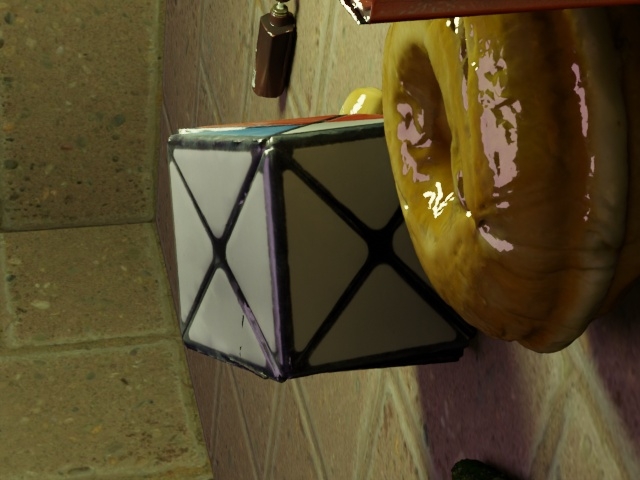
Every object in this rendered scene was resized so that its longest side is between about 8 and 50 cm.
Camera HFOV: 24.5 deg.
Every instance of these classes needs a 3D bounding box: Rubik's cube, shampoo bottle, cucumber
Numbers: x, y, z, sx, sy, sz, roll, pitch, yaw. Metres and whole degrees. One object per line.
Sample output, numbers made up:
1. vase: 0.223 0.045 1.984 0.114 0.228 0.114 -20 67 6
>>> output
1. Rubik's cube: 0.000 0.000 1.891 0.305 0.307 0.310 9 104 60
2. shampoo bottle: -0.082 -0.365 2.689 0.236 0.067 0.068 103 148 -49
3. cucumber: 0.200 0.305 1.773 0.227 0.069 0.069 -158 64 -78

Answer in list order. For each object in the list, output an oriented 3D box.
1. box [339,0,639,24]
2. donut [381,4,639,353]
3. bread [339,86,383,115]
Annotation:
1. box: 0.162 -0.345 1.135 0.318 0.349 0.257 -119 28 -55
2. donut: 0.188 -0.112 1.417 0.449 0.198 0.449 173 90 -79
3. bread: 0.053 -0.173 2.156 0.115 0.056 0.082 -67 17 5
